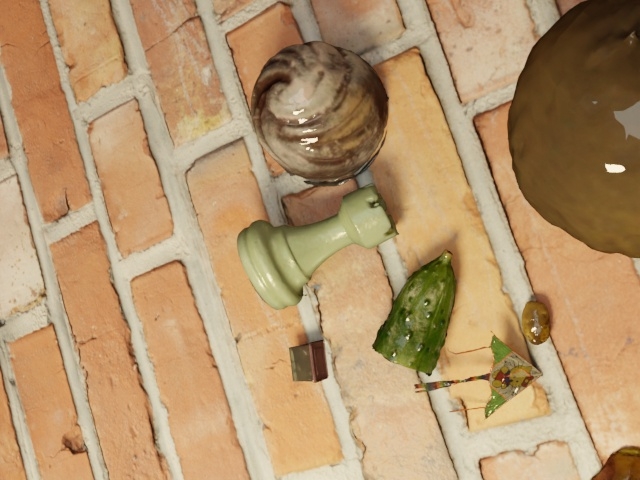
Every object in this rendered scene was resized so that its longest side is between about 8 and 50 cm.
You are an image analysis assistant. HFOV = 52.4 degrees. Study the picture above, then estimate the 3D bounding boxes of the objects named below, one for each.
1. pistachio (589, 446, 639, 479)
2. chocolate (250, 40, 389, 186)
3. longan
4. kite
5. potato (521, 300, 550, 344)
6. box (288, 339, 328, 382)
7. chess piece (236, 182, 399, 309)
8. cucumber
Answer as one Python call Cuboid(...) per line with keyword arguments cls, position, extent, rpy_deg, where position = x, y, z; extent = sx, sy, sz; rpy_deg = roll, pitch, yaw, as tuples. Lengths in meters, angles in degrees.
Cuboid(cls="pistachio", position=(0.528, 0.448, 1.153), extent=(0.089, 0.049, 0.173), rpy_deg=(36, 102, 18))
Cuboid(cls="chocolate", position=(-0.027, -0.267, 1.321), extent=(0.303, 0.213, 0.303), rpy_deg=(-1, 88, 21))
Cuboid(cls="longan", position=(0.502, -0.195, 1.004), extent=(0.404, 0.404, 0.436), rpy_deg=(36, 106, 20))
Cuboid(cls="kite", position=(0.298, 0.259, 1.228), extent=(0.244, 0.006, 0.198), rpy_deg=(-5, 112, 1))
Cuboid(cls="potato", position=(0.403, 0.154, 1.218), extent=(0.051, 0.040, 0.083), rpy_deg=(-6, 87, 17))
Cuboid(cls="box", position=(-0.027, 0.259, 1.390), extent=(0.063, 0.060, 0.085), rpy_deg=(-9, 85, 30))
Cuboid(cls="chess piece", position=(0.000, 0.000, 1.328), extent=(0.299, 0.194, 0.195), rpy_deg=(-27, 79, 11))
Cuboid(cls="cucumber", position=(0.199, 0.131, 1.265), extent=(0.134, 0.134, 0.245), rpy_deg=(26, 95, 21))
